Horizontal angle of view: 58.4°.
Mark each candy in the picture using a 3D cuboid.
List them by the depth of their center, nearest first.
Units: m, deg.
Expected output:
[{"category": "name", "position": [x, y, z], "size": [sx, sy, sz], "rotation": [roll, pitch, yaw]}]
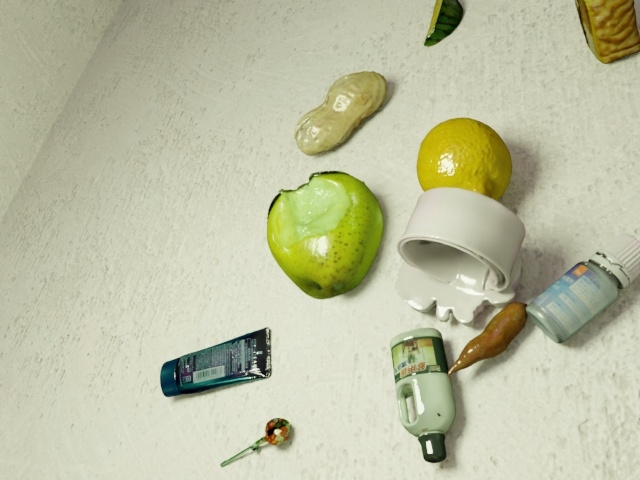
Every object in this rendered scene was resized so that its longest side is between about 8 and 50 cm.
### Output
[{"category": "candy", "position": [-0.131, 0.405, 1.128], "size": [0.184, 0.049, 0.056], "rotation": [-36, 12, 19]}]

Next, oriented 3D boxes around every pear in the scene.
[{"category": "pear", "position": [0.000, 0.000, 1.257], "size": [0.292, 0.159, 0.293], "rotation": [-17, 52, 23]}]

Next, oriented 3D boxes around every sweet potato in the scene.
[{"category": "sweet potato", "position": [0.289, 0.174, 0.981], "size": [0.194, 0.056, 0.056], "rotation": [-38, 43, -11]}]

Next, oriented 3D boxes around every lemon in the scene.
[{"category": "lemon", "position": [0.284, -0.151, 1.145], "size": [0.186, 0.187, 0.244], "rotation": [-28, 35, 15]}]

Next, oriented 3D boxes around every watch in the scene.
[{"category": "watch", "position": [0.226, 0.026, 1.020], "size": [0.244, 0.231, 0.196], "rotation": [10, 67, 37]}]

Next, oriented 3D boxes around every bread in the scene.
[{"category": "bread", "position": [0.576, -0.484, 1.167], "size": [0.095, 0.222, 0.182], "rotation": [-19, 53, 25]}]

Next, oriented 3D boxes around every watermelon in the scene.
[{"category": "watermelon", "position": [0.346, -0.613, 1.566], "size": [0.092, 0.075, 0.182], "rotation": [122, 167, -60]}]

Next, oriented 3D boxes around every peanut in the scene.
[{"category": "peanut", "position": [0.052, -0.336, 1.498], "size": [0.290, 0.130, 0.130], "rotation": [-45, 44, 1]}]

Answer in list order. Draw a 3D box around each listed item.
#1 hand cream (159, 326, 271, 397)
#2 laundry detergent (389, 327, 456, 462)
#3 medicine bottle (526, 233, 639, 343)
[{"category": "hand cream", "position": [-0.234, 0.280, 1.284], "size": [0.270, 0.061, 0.120], "rotation": [-19, 50, 16]}, {"category": "laundry detergent", "position": [0.179, 0.265, 0.986], "size": [0.099, 0.070, 0.226], "rotation": [-14, 51, 14]}, {"category": "medicine bottle", "position": [0.439, 0.077, 0.934], "size": [0.203, 0.083, 0.083], "rotation": [-39, 44, 2]}]
